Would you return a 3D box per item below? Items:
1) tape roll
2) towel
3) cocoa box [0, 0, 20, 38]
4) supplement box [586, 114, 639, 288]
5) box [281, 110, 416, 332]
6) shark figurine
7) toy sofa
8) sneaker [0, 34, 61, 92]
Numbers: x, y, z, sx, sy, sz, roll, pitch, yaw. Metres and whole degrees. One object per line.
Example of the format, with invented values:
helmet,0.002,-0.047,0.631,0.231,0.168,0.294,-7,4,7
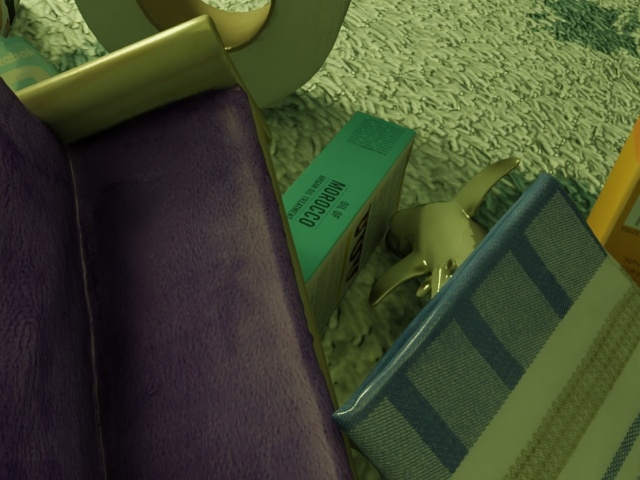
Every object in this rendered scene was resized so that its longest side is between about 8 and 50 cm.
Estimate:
tape roll,-0.106,-0.274,0.689,0.287,0.286,0.100,12,44,3
towel,0.155,0.126,0.379,0.285,0.034,0.209,50,60,-9
cocoa box,-0.452,-0.348,0.658,0.232,0.347,0.227,-1,46,-12
supplement box,0.209,0.027,0.461,0.080,0.233,0.078,23,35,10
box,0.000,0.000,0.555,0.060,0.100,0.244,23,45,15
shark figurine,0.107,0.056,0.495,0.116,0.166,0.278,41,37,-18
toy sofa,-0.079,0.058,0.338,0.150,0.177,0.362,-19,63,7
sneaker,-0.239,-0.075,0.556,0.366,0.150,0.135,34,50,24
